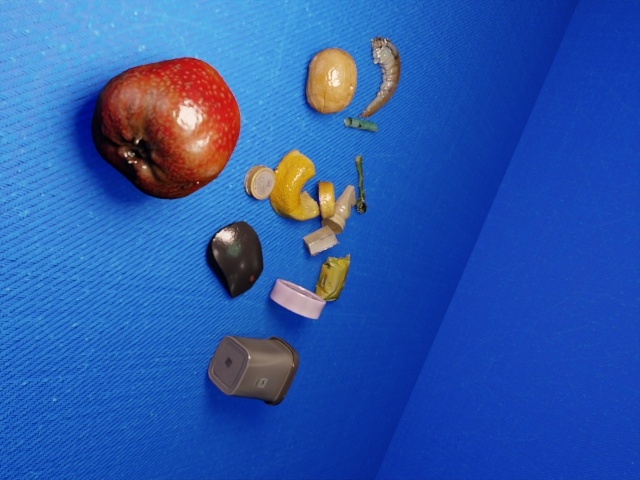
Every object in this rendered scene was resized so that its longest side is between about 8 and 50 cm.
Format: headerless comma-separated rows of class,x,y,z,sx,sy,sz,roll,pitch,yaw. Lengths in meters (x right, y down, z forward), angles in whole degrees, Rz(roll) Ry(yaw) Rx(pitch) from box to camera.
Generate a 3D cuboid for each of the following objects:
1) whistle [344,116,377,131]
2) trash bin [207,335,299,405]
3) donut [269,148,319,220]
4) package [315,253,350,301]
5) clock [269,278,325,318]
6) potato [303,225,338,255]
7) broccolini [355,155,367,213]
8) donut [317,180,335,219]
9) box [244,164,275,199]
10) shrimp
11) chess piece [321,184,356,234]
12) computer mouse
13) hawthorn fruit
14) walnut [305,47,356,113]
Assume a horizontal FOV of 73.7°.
whistle,0.159,-0.439,1.621,0.186,0.039,0.039,-8,116,-50
trash bin,-0.235,0.445,1.498,0.250,0.219,0.219,28,85,-48
donut,-0.091,-0.153,1.429,0.152,0.101,0.258,-35,139,-27
package,0.051,0.160,1.786,0.168,0.090,0.226,-1,113,-55
clock,-0.083,0.212,1.553,0.197,0.197,0.068,26,89,-54
potato,-0.002,0.001,1.615,0.122,0.086,0.061,-26,124,-13
broccolini,0.156,-0.226,1.754,0.058,0.071,0.254,-16,121,-6
donut,0.021,-0.145,1.524,0.152,0.058,0.151,-5,90,-87
box,-0.188,-0.181,1.329,0.106,0.037,0.105,-29,131,-41
shrimp,0.231,-0.604,1.610,0.185,0.068,0.286,-11,128,-44
chess piece,0.087,-0.125,1.685,0.200,0.090,0.090,-58,145,-29
computer mouse,-0.250,0.066,1.350,0.168,0.087,0.295,-47,143,-29
hawthorn fruit,-0.313,-0.274,0.948,0.284,0.285,0.368,67,36,-46
walnut,0.035,-0.494,1.330,0.165,0.165,0.197,-9,109,-49
